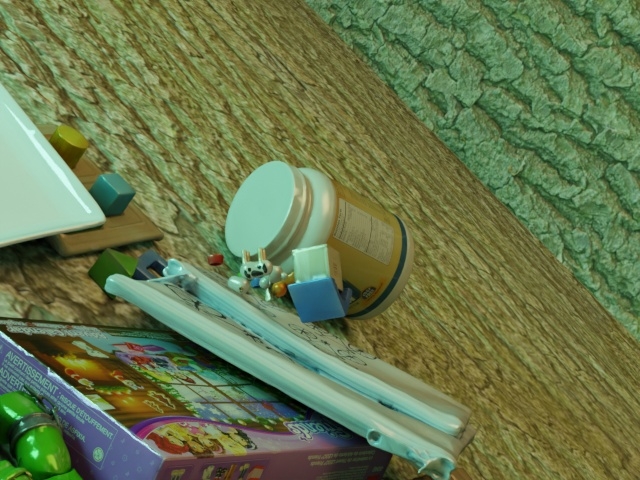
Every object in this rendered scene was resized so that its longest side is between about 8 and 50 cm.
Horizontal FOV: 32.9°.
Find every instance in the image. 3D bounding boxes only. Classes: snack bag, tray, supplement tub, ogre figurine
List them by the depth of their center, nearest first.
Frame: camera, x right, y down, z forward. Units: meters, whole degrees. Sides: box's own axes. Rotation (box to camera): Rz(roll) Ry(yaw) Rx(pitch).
[{"bbox_3d":[-0.198,0.151,0.601,0.118,0.097,0.197,34,7,17],"label":"ogre figurine"},{"bbox_3d":[-0.010,0.103,0.967,0.323,0.037,0.342,28,1,12],"label":"snack bag"},{"bbox_3d":[-0.324,-0.086,0.978,0.145,0.030,0.270,-15,55,-45],"label":"tray"},{"bbox_3d":[0.000,0.000,1.304,0.200,0.144,0.144,27,21,-36],"label":"supplement tub"}]

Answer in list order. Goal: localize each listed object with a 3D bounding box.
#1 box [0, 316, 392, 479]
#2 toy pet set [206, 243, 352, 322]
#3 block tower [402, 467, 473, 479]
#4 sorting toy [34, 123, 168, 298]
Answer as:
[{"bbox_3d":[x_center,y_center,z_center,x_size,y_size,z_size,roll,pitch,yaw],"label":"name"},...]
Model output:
[{"bbox_3d":[-0.097,0.131,0.821,0.201,0.057,0.293,29,9,32],"label":"box"},{"bbox_3d":[-0.031,0.049,1.004,0.122,0.114,0.065,34,48,-67],"label":"toy pet set"},{"bbox_3d":[0.053,0.256,0.867,0.097,0.091,0.335,50,19,26],"label":"block tower"},{"bbox_3d":[-0.258,-0.066,1.091,0.348,0.047,0.196,44,17,14],"label":"sorting toy"}]
